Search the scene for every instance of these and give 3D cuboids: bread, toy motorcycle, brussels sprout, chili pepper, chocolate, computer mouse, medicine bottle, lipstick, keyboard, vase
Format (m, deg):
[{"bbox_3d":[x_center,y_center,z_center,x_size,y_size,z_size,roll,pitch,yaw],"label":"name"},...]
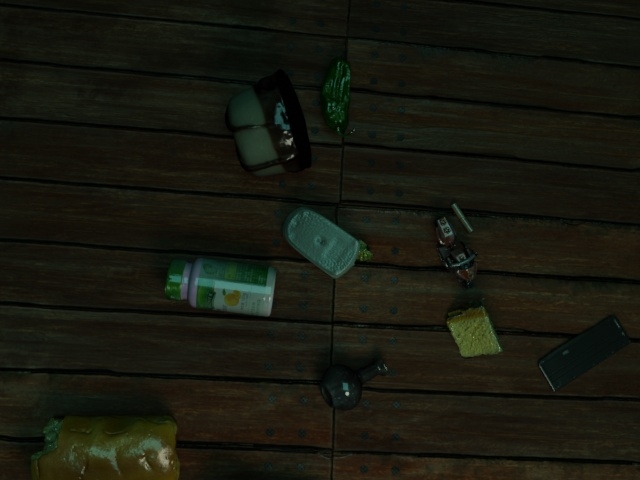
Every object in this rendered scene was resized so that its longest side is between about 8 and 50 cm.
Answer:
[{"bbox_3d":[0.417,0.236,1.630,0.127,0.152,0.147,-22,84,-1],"label":"bread"},{"bbox_3d":[-0.510,0.514,1.476,0.343,0.149,0.195,-2,79,-6],"label":"bread"},{"bbox_3d":[0.370,0.031,1.673,0.084,0.118,0.213,-24,82,-1],"label":"toy motorcycle"},{"bbox_3d":[0.107,0.028,1.673,0.085,0.085,0.058,31,75,0],"label":"brussels sprout"},{"bbox_3d":[0.049,-0.411,1.745,0.100,0.074,0.257,4,78,-5],"label":"chili pepper"},{"bbox_3d":[-0.148,-0.297,1.625,0.186,0.283,0.284,-12,81,11],"label":"chocolate"},{"bbox_3d":[0.000,0.000,1.649,0.230,0.079,0.128,39,95,13],"label":"computer mouse"},{"bbox_3d":[-0.256,0.116,1.586,0.273,0.133,0.134,8,79,-4],"label":"medicine bottle"},{"bbox_3d":[0.403,-0.064,1.745,0.019,0.019,0.094,-32,85,-11],"label":"lipstick"},{"bbox_3d":[0.691,0.338,1.697,0.381,0.041,0.104,-27,83,-16],"label":"keyboard"},{"bbox_3d":[0.091,0.361,1.593,0.182,0.120,0.120,-24,83,-24],"label":"vase"}]
